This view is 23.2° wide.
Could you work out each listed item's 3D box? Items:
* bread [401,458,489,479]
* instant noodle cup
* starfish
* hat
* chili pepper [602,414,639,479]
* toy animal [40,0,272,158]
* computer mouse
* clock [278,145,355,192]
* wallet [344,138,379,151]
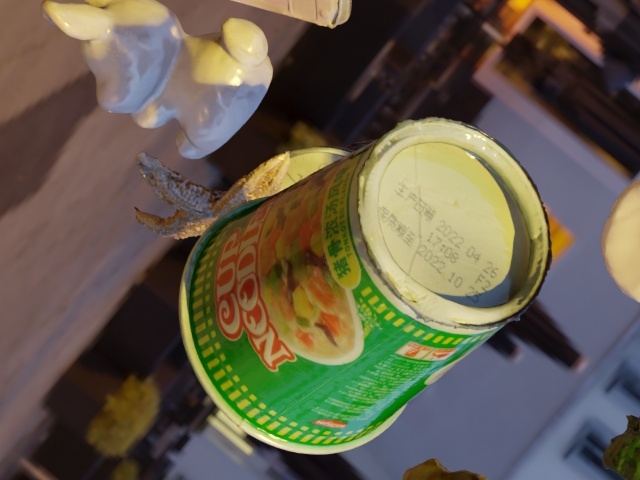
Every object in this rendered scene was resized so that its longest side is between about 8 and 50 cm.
[{"bbox_3d":[0.145,0.313,1.625,0.233,0.088,0.161,15,-134,46],"label":"bread"},{"bbox_3d":[0.039,0.023,1.076,0.207,0.207,0.232,-49,-174,-33],"label":"instant noodle cup"},{"bbox_3d":[-0.081,-0.035,1.487,0.236,0.277,0.062,43,53,-54],"label":"starfish"},{"bbox_3d":[0.338,0.003,1.434,0.126,0.203,0.203,4,136,-42],"label":"hat"},{"bbox_3d":[0.547,0.339,1.985,0.167,0.385,0.213,-50,159,9],"label":"chili pepper"},{"bbox_3d":[-0.258,-0.308,2.435,0.241,0.367,0.196,-49,-160,43],"label":"toy animal"},{"bbox_3d":[-0.069,-0.330,1.881,0.056,0.245,0.126,-56,154,-38],"label":"computer mouse"},{"bbox_3d":[0.000,0.000,1.830,0.226,0.226,0.049,-51,170,9],"label":"clock"},{"bbox_3d":[0.138,-0.037,1.974,0.182,0.229,0.049,-11,154,-40],"label":"wallet"}]
